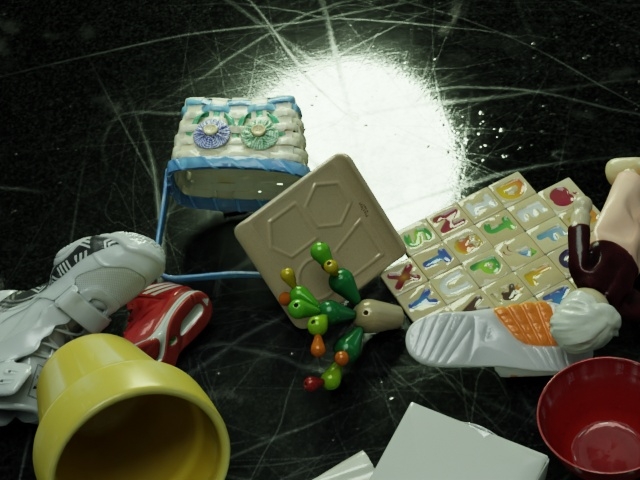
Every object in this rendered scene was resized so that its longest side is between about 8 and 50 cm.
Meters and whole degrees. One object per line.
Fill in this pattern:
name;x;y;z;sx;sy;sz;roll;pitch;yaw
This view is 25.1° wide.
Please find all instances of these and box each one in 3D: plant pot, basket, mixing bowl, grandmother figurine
plant pot;-0.278;0.251;1.962;0.254;0.254;0.239;-27;33;-11
basket;-0.129;-0.076;2.231;0.255;0.201;0.289;-2;76;3
mixing bowl;0.377;0.253;1.892;0.181;0.098;0.181;-6;49;7
grandmother figurine;0.413;0.034;2.034;0.208;0.104;0.342;41;49;-5

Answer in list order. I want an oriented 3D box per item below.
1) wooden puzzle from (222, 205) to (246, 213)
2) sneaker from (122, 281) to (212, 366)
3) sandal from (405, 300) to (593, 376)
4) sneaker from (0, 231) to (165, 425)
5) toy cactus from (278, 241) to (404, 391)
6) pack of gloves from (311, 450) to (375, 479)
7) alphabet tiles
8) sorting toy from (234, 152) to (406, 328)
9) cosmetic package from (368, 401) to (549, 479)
wooden puzzle;-0.137;-0.067;2.350;0.083;0.006;0.049;-11;48;3
sneaker;-0.271;0.151;2.160;0.221;0.087;0.128;-42;35;-20
sandal;0.247;0.142;2.023;0.265;0.076;0.102;1;70;-5
sneaker;-0.374;0.142;2.101;0.366;0.137;0.210;-26;50;18
toy cactus;0.031;0.115;2.086;0.181;0.112;0.219;4;62;-27
pack of gloves;-0.001;0.391;1.894;0.232;0.046;0.195;-27;48;-11
alphabet tiles;0.276;0.030;2.169;0.343;0.011;0.285;-26;49;-10
sorting toy;0.000;0.000;2.151;0.208;0.193;0.038;-36;16;-11
cosmetic package;0.121;0.406;1.767;0.197;0.155;0.365;22;56;19
